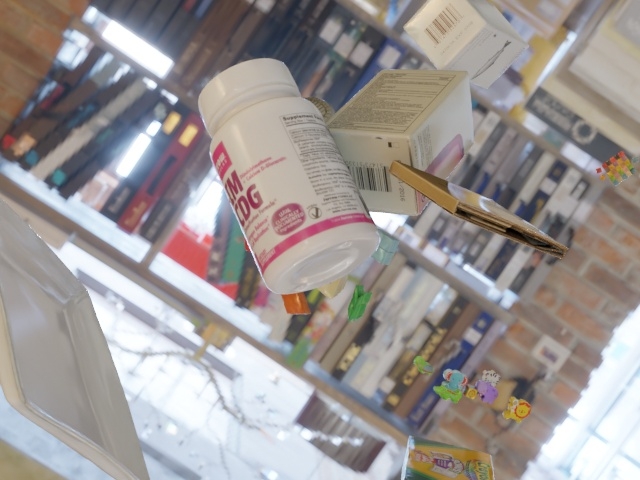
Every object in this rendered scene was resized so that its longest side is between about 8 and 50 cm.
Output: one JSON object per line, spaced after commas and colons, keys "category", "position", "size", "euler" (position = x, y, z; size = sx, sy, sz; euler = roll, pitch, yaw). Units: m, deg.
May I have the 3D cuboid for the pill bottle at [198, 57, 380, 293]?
{"category": "pill bottle", "position": [-0.049, -0.087, 1.293], "size": [0.283, 0.160, 0.160], "euler": [65, -165, 19]}

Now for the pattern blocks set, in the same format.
{"category": "pattern blocks set", "position": [0.000, 0.000, 1.719], "size": [0.026, 0.285, 0.325], "euler": [7, -148, -43]}

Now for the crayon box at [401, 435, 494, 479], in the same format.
{"category": "crayon box", "position": [0.232, 0.453, 1.816], "size": [0.165, 0.081, 0.278], "euler": [12, -174, 6]}

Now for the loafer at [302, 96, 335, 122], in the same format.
{"category": "loafer", "position": [-0.058, -0.224, 1.928], "size": [0.251, 0.094, 0.087], "euler": [14, 133, 48]}

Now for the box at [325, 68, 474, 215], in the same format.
{"category": "box", "position": [0.115, -0.149, 1.439], "size": [0.149, 0.126, 0.232], "euler": [7, -146, 28]}

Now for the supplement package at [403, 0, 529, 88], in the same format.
{"category": "supplement package", "position": [0.236, -0.325, 1.573], "size": [0.179, 0.105, 0.105], "euler": [1, -133, -57]}

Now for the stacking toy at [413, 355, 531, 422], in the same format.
{"category": "stacking toy", "position": [0.317, 0.306, 2.086], "size": [0.221, 0.052, 0.167], "euler": [19, -171, -17]}

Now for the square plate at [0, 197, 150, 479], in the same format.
{"category": "square plate", "position": [-0.337, 0.127, 1.227], "size": [0.344, 0.049, 0.347], "euler": [63, 179, 33]}

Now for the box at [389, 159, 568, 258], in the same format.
{"category": "box", "position": [0.191, -0.041, 1.222], "size": [0.164, 0.021, 0.201], "euler": [20, -170, -23]}

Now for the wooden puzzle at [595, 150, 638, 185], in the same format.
{"category": "wooden puzzle", "position": [0.575, -0.139, 1.898], "size": [0.006, 0.083, 0.049], "euler": [-11, -113, -58]}
